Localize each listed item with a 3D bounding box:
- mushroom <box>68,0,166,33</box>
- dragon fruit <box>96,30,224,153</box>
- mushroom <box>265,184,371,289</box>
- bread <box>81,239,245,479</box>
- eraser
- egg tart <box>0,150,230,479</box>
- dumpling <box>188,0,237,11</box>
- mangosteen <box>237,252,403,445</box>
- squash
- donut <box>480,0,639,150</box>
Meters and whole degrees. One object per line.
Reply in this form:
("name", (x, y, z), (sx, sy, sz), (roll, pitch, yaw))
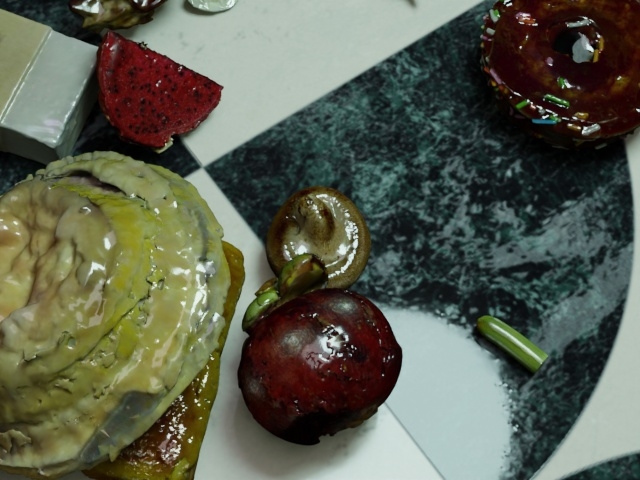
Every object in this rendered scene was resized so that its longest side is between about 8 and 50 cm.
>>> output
("mushroom", (-0.330, -0.409, 1.366), (0.356, 0.334, 0.331), (38, 57, 19))
("dragon fruit", (-0.204, -0.160, 1.400), (0.162, 0.083, 0.106), (22, 86, -41))
("mushroom", (-0.004, 0.001, 1.350), (0.109, 0.085, 0.126), (47, 62, -23))
("bread", (-0.165, 0.117, 1.283), (0.139, 0.077, 0.271), (13, 67, 3))
("eraser", (-0.423, -0.203, 1.404), (0.343, 0.078, 0.144), (19, 66, 3))
("egg tart", (-0.259, 0.055, 1.216), (0.352, 0.150, 0.352), (-9, 62, 18))
("dumpling", (-0.124, -0.305, 1.504), (0.059, 0.043, 0.077), (35, 51, -10))
("mangosteen", (-0.011, 0.112, 1.259), (0.166, 0.166, 0.180), (-24, 59, -16))
("squash", (0.205, 0.109, 1.351), (0.083, 0.027, 0.027), (38, 67, 12))
("donut", (0.296, -0.209, 1.473), (0.235, 0.089, 0.235), (2, 66, -5))
